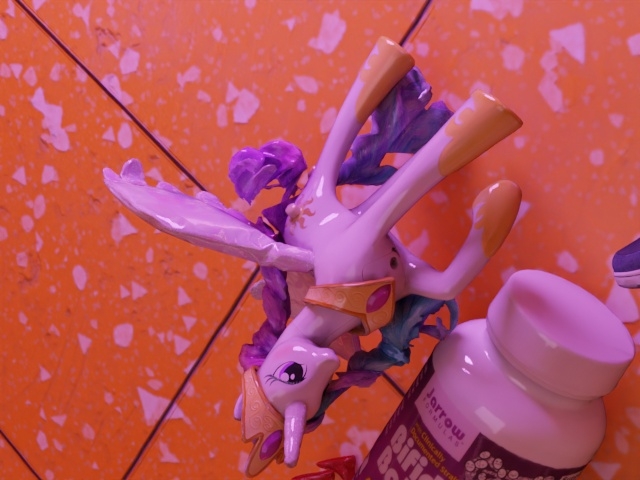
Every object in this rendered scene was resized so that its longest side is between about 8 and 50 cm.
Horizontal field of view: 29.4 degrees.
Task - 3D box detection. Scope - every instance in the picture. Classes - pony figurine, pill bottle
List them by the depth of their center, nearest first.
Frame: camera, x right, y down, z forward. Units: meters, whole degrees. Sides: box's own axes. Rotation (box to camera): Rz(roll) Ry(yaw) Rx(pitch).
[{"bbox_3d":[0.000,0.000,1.101,0.363,0.303,0.351,-52,33,4],"label":"pony figurine"},{"bbox_3d":[0.150,0.179,1.102,0.169,0.169,0.301,40,120,22],"label":"pill bottle"}]

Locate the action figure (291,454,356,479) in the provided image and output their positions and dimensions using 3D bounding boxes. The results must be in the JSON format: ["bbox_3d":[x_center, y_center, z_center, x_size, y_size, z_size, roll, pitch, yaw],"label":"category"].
[{"bbox_3d":[0.005,0.380,1.294,0.139,0.091,0.280,-16,89,30],"label":"action figure"}]

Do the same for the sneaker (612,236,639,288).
[{"bbox_3d":[0.309,-0.069,0.982,0.226,0.086,0.163,-30,93,26],"label":"sneaker"}]
